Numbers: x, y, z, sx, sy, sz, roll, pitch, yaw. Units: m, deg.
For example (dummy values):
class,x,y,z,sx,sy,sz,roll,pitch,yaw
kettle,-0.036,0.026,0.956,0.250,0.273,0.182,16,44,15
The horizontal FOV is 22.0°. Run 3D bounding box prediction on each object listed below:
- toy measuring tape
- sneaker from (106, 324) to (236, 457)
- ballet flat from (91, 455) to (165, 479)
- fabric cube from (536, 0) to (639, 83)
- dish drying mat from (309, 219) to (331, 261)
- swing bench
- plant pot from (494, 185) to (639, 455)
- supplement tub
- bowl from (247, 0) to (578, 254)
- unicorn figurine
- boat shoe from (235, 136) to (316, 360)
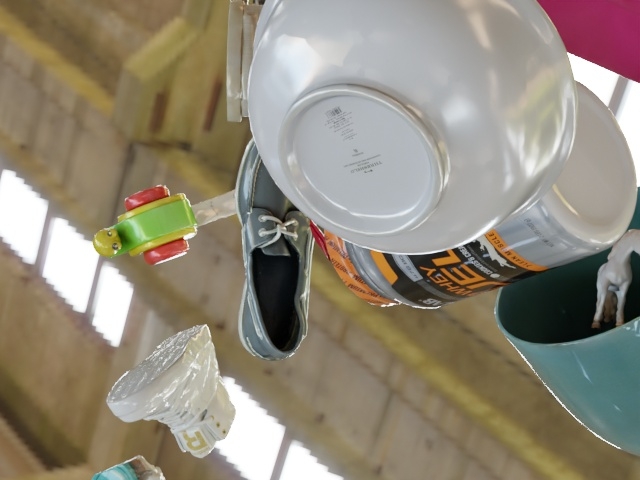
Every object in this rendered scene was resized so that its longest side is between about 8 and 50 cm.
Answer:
class,x,y,z,sx,sy,sz,roll,pitch,yaw
toy measuring tape,-0.193,-0.041,2.491,0.330,0.121,0.121,-20,-140,-32
sneaker,-0.196,0.240,2.349,0.108,0.169,0.292,-18,-172,21
ballet flat,-0.156,0.414,1.656,0.147,0.409,0.147,-3,179,0
fabric cube,0.353,-0.357,1.817,0.258,0.259,0.254,25,-114,4
dish drying mat,0.000,0.000,2.124,0.008,0.032,0.083,-22,-158,-7
swing bench,0.003,-0.271,2.287,0.253,0.165,0.255,1,-161,0
plant pot,0.385,0.111,1.916,0.235,0.293,0.293,57,-170,-23
supplement tub,0.163,-0.040,1.766,0.193,0.193,0.316,-8,169,-44
bowl,0.055,-0.096,1.368,0.298,0.298,0.134,21,-140,10
unicorn figurine,0.346,0.046,1.906,0.060,0.111,0.162,13,171,-11
boat shoe,-0.051,0.005,2.205,0.116,0.319,0.099,3,-177,-17
